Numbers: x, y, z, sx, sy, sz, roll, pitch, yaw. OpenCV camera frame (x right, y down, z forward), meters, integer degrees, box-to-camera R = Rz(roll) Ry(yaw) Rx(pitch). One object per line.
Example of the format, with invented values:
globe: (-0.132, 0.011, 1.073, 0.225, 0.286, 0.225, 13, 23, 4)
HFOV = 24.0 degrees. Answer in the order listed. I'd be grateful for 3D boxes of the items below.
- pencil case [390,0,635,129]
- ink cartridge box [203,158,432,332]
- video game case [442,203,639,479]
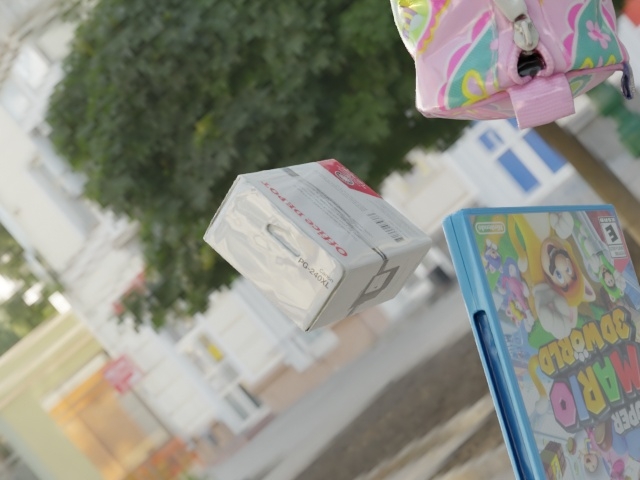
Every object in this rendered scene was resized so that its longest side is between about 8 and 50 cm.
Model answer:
pencil case: (0.075, -0.197, 0.763, 0.124, 0.284, 0.124, -13, 5, 1)
ink cartridge box: (0.000, 0.000, 1.120, 0.063, 0.109, 0.150, -56, -18, 23)
video game case: (0.117, 0.065, 0.663, 0.119, 0.166, 0.015, -3, -17, -47)
